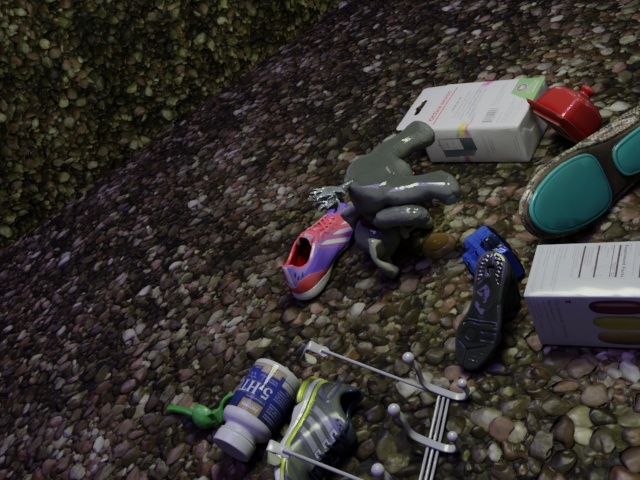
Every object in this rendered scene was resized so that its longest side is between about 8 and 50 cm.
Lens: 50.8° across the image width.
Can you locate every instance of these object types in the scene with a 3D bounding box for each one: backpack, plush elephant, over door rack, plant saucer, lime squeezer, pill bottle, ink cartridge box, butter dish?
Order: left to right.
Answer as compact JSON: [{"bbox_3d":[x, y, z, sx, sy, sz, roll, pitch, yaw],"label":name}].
[{"bbox_3d":[-0.212,0.360,1.476,0.310,0.059,0.110,-22,3,14],"label":"lime squeezer"},{"bbox_3d":[-0.131,0.345,1.368,0.111,0.112,0.187,4,48,39],"label":"pill bottle"},{"bbox_3d":[0.083,0.306,1.174,0.324,0.108,0.240,12,48,13],"label":"over door rack"},{"bbox_3d":[0.162,-0.067,1.568,0.329,0.255,0.272,-22,44,-1],"label":"plush elephant"},{"bbox_3d":[0.273,0.008,1.569,0.083,0.015,0.083,-20,36,15],"label":"plant saucer"},{"bbox_3d":[0.402,-0.313,1.779,0.353,0.119,0.207,6,50,40],"label":"ink cartridge box"},{"bbox_3d":[0.349,0.030,1.413,0.101,0.098,0.120,-31,35,6],"label":"backpack"},{"bbox_3d":[0.592,-0.308,1.577,0.118,0.160,0.160,-54,32,12],"label":"butter dish"}]

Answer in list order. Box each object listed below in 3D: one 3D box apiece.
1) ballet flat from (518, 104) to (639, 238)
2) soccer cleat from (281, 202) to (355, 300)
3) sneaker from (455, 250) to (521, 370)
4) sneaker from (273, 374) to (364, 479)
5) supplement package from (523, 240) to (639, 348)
[{"bbox_3d":[0.583,-0.152,1.446,0.482,0.164,0.182,-33,13,-13],"label":"ballet flat"},{"bbox_3d":[0.000,0.000,1.692,0.108,0.116,0.318,-1,45,36],"label":"soccer cleat"},{"bbox_3d":[0.331,0.145,1.308,0.087,0.130,0.228,7,77,36],"label":"sneaker"},{"bbox_3d":[0.001,0.375,1.240,0.121,0.111,0.300,-8,43,24],"label":"sneaker"},{"bbox_3d":[0.504,0.095,1.180,0.244,0.139,0.134,-3,42,35],"label":"supplement package"}]
